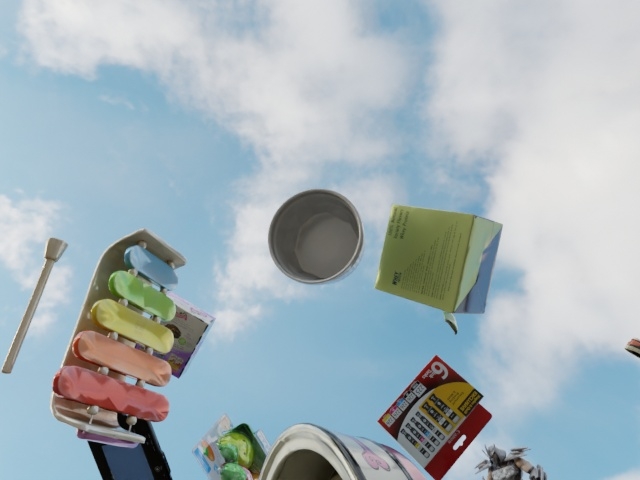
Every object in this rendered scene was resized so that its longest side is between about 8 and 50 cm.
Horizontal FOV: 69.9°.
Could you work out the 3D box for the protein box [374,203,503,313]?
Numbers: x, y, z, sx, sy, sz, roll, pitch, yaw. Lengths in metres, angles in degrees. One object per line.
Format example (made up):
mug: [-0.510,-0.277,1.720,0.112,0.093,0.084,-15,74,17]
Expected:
protein box: [0.253,0.037,0.992,0.201,0.136,0.199,13,-88,45]

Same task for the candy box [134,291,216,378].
candy box: [-0.431,0.277,1.354,0.165,0.070,0.196,31,-82,3]

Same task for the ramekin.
ramekin: [0.000,0.000,0.993,0.207,0.109,0.207,-4,-105,15]

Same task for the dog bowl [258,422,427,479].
dog bowl: [0.040,0.478,0.660,0.151,0.408,0.407,11,-72,-28]

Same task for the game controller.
game controller: [-0.444,0.552,1.095,0.167,0.067,0.318,-16,-83,18]

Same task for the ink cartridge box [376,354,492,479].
ink cartridge box: [0.394,0.599,1.548,0.272,0.130,0.309,40,-104,22]

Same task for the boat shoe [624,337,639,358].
boat shoe: [0.910,0.328,1.258,0.043,0.049,0.137,-38,-119,-16]

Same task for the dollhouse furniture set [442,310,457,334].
dollhouse furniture set: [0.361,0.183,1.289,0.059,0.076,0.151,-34,-74,16]

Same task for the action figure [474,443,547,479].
action figure: [0.493,0.623,1.113,0.285,0.099,0.185,56,-44,14]

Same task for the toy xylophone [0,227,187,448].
toy xylophone: [-0.308,0.129,0.670,0.081,0.236,0.322,-10,-116,21]

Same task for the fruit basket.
fruit basket: [-0.207,0.642,1.234,0.166,0.353,0.326,-31,-97,-9]
